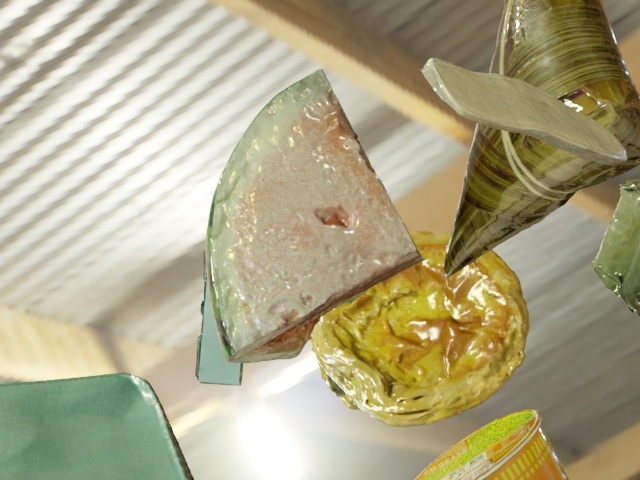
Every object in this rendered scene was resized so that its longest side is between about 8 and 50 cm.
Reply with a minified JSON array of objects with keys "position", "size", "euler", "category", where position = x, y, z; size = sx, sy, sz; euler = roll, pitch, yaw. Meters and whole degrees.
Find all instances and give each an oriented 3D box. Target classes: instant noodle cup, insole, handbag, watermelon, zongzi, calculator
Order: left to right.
[{"position":[-0.262,0.225,1.457],"size":[0.274,0.269,0.100],"euler":[-6,-65,-18],"category":"handbag"},{"position":[-0.113,0.084,1.880],"size":[0.057,0.172,0.018],"euler":[4,10,0],"category":"calculator"},{"position":[0.000,0.000,1.370],"size":[0.176,0.256,0.260],"euler":[18,-10,4],"category":"watermelon"},{"position":[0.167,-0.125,1.445],"size":[0.111,0.248,0.241],"euler":[23,-47,-38],"category":"zongzi"},{"position":[0.195,0.285,1.577],"size":[0.168,0.185,0.168],"euler":[-33,5,3],"category":"instant noodle cup"},{"position":[0.126,-0.077,0.972],"size":[0.192,0.063,0.010],"euler":[11,-52,-49],"category":"insole"}]

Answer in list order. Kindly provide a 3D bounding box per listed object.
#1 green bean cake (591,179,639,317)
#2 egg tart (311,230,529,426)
[{"position":[0.429,0.039,1.582],"size":[0.255,0.241,0.132],"euler":[3,-64,-31],"category":"green bean cake"},{"position":[0.106,0.101,1.732],"size":[0.241,0.241,0.106],"euler":[-25,-34,-5],"category":"egg tart"}]
